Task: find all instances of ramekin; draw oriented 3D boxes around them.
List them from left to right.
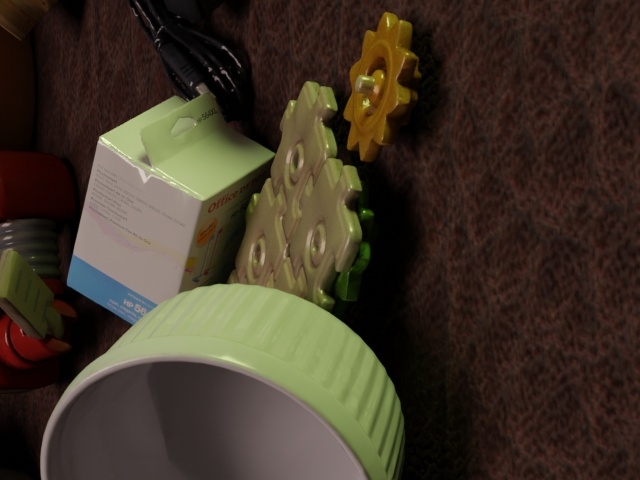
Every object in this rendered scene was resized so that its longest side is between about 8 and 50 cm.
[{"bbox_3d":[-0.048,0.123,1.097,0.109,0.207,0.207,-60,-11,-55],"label":"ramekin"}]

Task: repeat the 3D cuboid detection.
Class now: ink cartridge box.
[{"bbox_3d":[-0.101,-0.022,1.288,0.090,0.092,0.143,31,127,18],"label":"ink cartridge box"}]

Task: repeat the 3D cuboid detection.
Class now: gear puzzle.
[{"bbox_3d":[0.000,0.000,1.174,0.175,0.044,0.339,-105,30,-48],"label":"gear puzzle"}]

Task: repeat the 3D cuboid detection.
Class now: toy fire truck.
[{"bbox_3d":[-0.271,0.017,1.661,0.246,0.158,0.217,-18,74,52],"label":"toy fire truck"}]

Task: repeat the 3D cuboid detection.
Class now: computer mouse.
[{"bbox_3d":[-0.102,-0.227,1.302,0.188,0.072,0.272,55,145,44],"label":"computer mouse"}]

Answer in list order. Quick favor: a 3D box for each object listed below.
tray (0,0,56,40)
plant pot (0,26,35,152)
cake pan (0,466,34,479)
[{"bbox_3d":[-0.407,-0.352,1.626,0.076,0.411,0.203,-48,31,8],"label":"tray"},{"bbox_3d":[-0.403,-0.144,1.848,0.291,0.203,0.291,179,90,-66],"label":"plant pot"},{"bbox_3d":[-0.313,0.354,1.855,0.293,0.054,0.293,179,90,-65],"label":"cake pan"}]
